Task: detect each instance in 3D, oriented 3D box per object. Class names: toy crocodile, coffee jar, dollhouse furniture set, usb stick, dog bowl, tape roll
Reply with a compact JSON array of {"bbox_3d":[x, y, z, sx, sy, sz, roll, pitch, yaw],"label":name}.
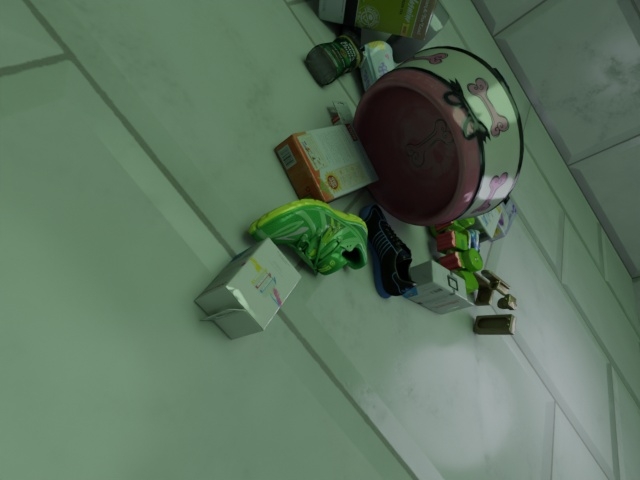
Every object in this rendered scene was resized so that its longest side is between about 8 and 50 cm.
[{"bbox_3d":[0.367,0.000,1.193,0.105,0.115,0.341,19,57,-38],"label":"toy crocodile"},{"bbox_3d":[0.043,-0.487,1.140,0.096,0.079,0.184,53,41,-12],"label":"coffee jar"},{"bbox_3d":[0.458,0.170,1.199,0.123,0.144,0.151,34,63,-23],"label":"dollhouse furniture set"},{"bbox_3d":[0.096,-0.677,1.319,0.077,0.045,0.278,28,53,-32],"label":"usb stick"},{"bbox_3d":[0.235,-0.213,0.978,0.150,0.408,0.408,-26,90,-28],"label":"dog bowl"},{"bbox_3d":[0.320,-0.703,1.431,0.072,0.219,0.219,42,45,-20],"label":"tape roll"}]

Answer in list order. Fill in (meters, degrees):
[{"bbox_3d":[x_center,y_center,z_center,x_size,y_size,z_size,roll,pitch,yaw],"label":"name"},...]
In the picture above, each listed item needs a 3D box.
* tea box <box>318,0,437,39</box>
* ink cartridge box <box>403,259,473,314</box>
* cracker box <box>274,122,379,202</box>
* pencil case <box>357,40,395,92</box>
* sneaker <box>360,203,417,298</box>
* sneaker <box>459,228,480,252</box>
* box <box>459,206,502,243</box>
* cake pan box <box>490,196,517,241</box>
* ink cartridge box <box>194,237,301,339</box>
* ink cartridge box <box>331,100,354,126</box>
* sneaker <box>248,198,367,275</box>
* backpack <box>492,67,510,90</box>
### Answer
[{"bbox_3d":[0.190,-0.791,1.229,0.323,0.220,0.329,13,56,4],"label":"tea box"},{"bbox_3d":[0.288,0.121,1.057,0.180,0.104,0.060,28,51,-34],"label":"ink cartridge box"},{"bbox_3d":[0.022,-0.171,0.963,0.232,0.067,0.156,-27,91,-48],"label":"cracker box"},{"bbox_3d":[0.181,-0.432,1.224,0.124,0.113,0.273,17,56,-67],"label":"pencil case"},{"bbox_3d":[0.162,0.014,0.992,0.081,0.090,0.233,3,68,-45],"label":"sneaker"},{"bbox_3d":[0.445,0.033,1.261,0.059,0.053,0.144,-12,113,-25],"label":"sneaker"},{"bbox_3d":[0.488,-0.073,1.355,0.103,0.114,0.203,54,42,-8],"label":"box"},{"bbox_3d":[0.631,-0.155,1.585,0.267,0.070,0.246,-35,98,-49],"label":"cake pan box"},{"bbox_3d":[-0.116,0.082,0.670,0.090,0.092,0.143,51,44,-15],"label":"ink cartridge box"},{"bbox_3d":[0.062,-0.303,1.102,0.062,0.029,0.115,-17,81,-48],"label":"ink cartridge box"},{"bbox_3d":[0.000,0.000,0.818,0.295,0.109,0.124,9,60,-44],"label":"sneaker"},{"bbox_3d":[0.525,-0.457,1.484,0.213,0.263,0.277,17,57,-59],"label":"backpack"}]
